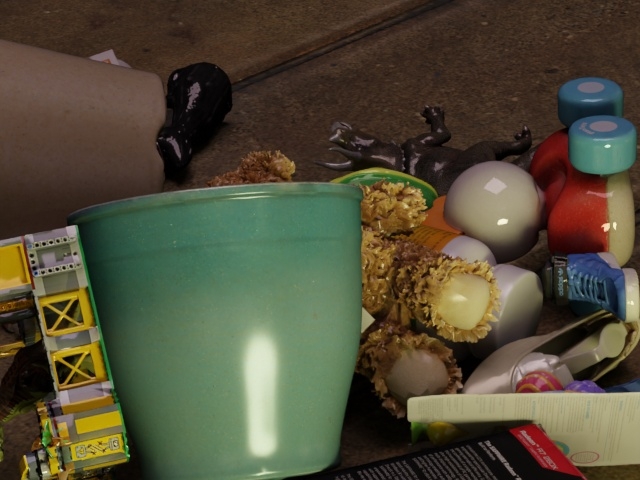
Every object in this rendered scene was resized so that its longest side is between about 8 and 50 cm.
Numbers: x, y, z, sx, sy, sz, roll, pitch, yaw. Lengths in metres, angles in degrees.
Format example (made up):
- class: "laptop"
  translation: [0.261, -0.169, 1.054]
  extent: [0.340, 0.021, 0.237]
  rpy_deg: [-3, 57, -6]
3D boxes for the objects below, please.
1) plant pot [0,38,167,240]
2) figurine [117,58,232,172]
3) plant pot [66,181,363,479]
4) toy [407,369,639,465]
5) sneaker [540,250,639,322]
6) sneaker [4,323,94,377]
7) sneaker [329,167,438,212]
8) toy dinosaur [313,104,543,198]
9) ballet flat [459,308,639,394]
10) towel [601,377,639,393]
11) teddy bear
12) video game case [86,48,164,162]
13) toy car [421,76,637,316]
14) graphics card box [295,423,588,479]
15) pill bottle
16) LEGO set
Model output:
- class: "plant pot"
  translation: [-0.339, -0.096, 2.020]
  extent: [0.305, 0.333, 0.334]
  rpy_deg: [4, 27, -13]
- class: "figurine"
  translation: [-0.245, -0.156, 2.336]
  extent: [0.215, 0.092, 0.209]
  rpy_deg: [4, 33, 13]
- class: "plant pot"
  translation: [-0.085, 0.092, 1.612]
  extent: [0.272, 0.255, 0.271]
  rpy_deg: [-5, -5, 0]
- class: "toy"
  translation: [0.198, 0.159, 1.649]
  extent: [0.237, 0.137, 0.056]
  rpy_deg: [-4, 56, 1]
- class: "sneaker"
  translation: [0.266, 0.047, 1.776]
  extent: [0.085, 0.058, 0.152]
  rpy_deg: [-3, 16, -4]
- class: "sneaker"
  translation: [-0.253, 0.077, 1.894]
  extent: [0.104, 0.095, 0.236]
  rpy_deg: [-13, 28, -35]
- class: "sneaker"
  translation: [0.000, 0.000, 2.029]
  extent: [0.296, 0.109, 0.123]
  rpy_deg: [-11, 48, -16]
- class: "toy dinosaur"
  translation: [0.167, -0.080, 2.166]
  extent: [0.314, 0.121, 0.160]
  rpy_deg: [15, 44, 20]
- class: "ballet flat"
  translation: [0.234, 0.126, 1.758]
  extent: [0.086, 0.086, 0.248]
  rpy_deg: [22, 36, 37]
- class: "towel"
  translation: [0.325, 0.161, 1.758]
  extent: [0.119, 0.029, 0.067]
  rpy_deg: [-12, 31, -20]
- class: "teddy bear"
  translation: [0.021, 0.044, 1.774]
  extent: [0.338, 0.245, 0.113]
  rpy_deg: [10, -2, 25]
- class: "video game case"
  translation: [-0.338, -0.134, 2.243]
  extent: [0.232, 0.042, 0.210]
  rpy_deg: [-20, 46, -9]
- class: "toy car"
  translation: [0.220, -0.043, 1.950]
  extent: [0.238, 0.219, 0.210]
  rpy_deg: [-3, 28, 3]
- class: "graphics card box"
  translation: [0.066, 0.282, 1.479]
  extent: [0.371, 0.094, 0.233]
  rpy_deg: [-11, 29, -18]
- class: "pill bottle"
  translation: [0.102, 0.052, 1.862]
  extent: [0.246, 0.136, 0.136]
  rpy_deg: [16, 33, 30]
- class: "LEGO set"
  translation: [-0.287, 0.131, 1.540]
  extent: [0.192, 0.255, 0.331]
  rpy_deg: [-12, -6, -12]
